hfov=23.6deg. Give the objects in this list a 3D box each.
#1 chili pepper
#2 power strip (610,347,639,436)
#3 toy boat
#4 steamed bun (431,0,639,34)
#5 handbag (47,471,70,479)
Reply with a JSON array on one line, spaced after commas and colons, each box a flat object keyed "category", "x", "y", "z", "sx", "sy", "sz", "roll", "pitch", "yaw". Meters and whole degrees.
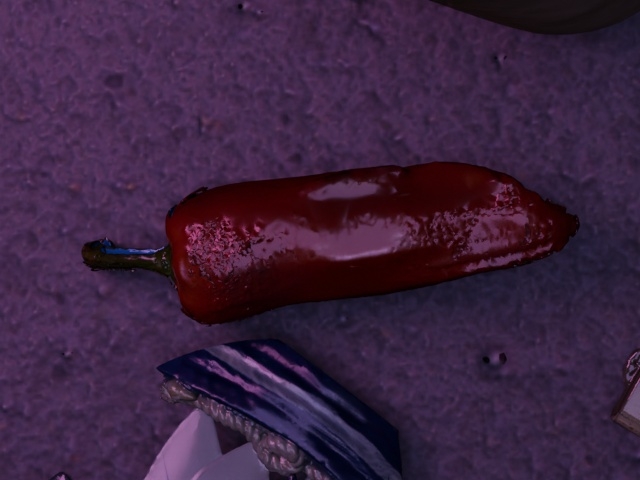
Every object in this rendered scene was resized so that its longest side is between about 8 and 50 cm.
[{"category": "chili pepper", "x": 0.000, "y": 0.000, "z": 1.160, "sx": 0.388, "sy": 0.110, "sz": 0.110, "roll": -8, "pitch": 91, "yaw": 7}, {"category": "power strip", "x": 0.352, "y": 0.161, "z": 1.166, "sx": 0.268, "sy": 0.034, "sz": 0.092, "roll": 31, "pitch": 95, "yaw": 4}, {"category": "toy boat", "x": -0.048, "y": 0.221, "z": 1.175, "sx": 0.210, "sy": 0.070, "sz": 0.291, "roll": 12, "pitch": 82, "yaw": 2}, {"category": "steamed bun", "x": 0.085, "y": -0.371, "z": 1.012, "sx": 0.290, "sy": 0.371, "sz": 0.455, "roll": -5, "pitch": 88, "yaw": 22}, {"category": "handbag", "x": -0.199, "y": 0.319, "z": 1.220, "sx": 0.179, "sy": 0.062, "sz": 0.229, "roll": -37, "pitch": 88, "yaw": 3}]
